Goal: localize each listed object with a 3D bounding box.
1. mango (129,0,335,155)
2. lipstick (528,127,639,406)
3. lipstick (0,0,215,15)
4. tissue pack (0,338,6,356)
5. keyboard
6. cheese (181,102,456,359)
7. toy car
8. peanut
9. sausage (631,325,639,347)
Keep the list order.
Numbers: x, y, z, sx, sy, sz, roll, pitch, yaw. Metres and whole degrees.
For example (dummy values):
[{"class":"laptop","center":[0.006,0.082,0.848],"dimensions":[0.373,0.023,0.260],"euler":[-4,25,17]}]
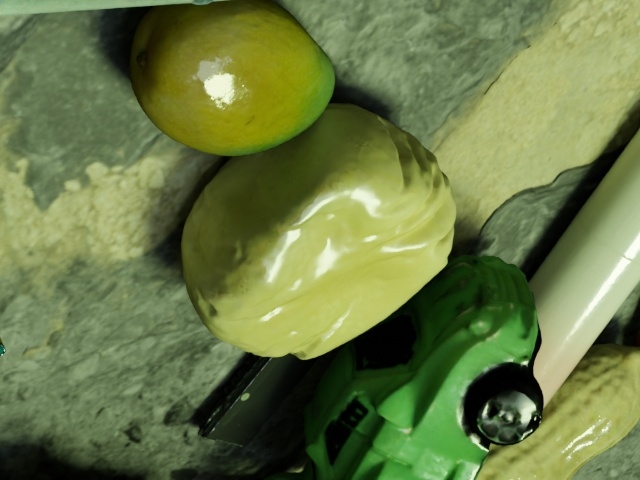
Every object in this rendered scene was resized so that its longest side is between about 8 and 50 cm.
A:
[{"class":"mango","center":[-0.061,-0.124,1.353],"dimensions":[0.195,0.092,0.130],"euler":[0,126,-50]},{"class":"lipstick","center":[0.263,0.029,1.761],"dimensions":[0.087,0.087,0.327],"euler":[12,120,-45]},{"class":"lipstick","center":[-0.110,-0.205,1.236],"dimensions":[0.290,0.077,0.076],"euler":[-8,133,-32]},{"class":"tissue pack","center":[-0.334,0.086,1.336],"dimensions":[0.169,0.082,0.120],"euler":[-40,143,0]},{"class":"keyboard","center":[-0.024,0.096,1.649],"dimensions":[0.231,0.023,0.072],"euler":[-51,145,13]},{"class":"cheese","center":[0.000,0.000,1.496],"dimensions":[0.226,0.117,0.214],"euler":[-46,140,13]},{"class":"toy car","center":[0.068,0.177,1.669],"dimensions":[0.176,0.213,0.358],"euler":[23,112,-11]},{"class":"peanut","center":[0.239,0.199,1.894],"dimensions":[0.257,0.123,0.123],"euler":[-36,142,-12]},{"class":"sausage","center":[0.408,0.044,1.902],"dimensions":[0.103,0.076,0.302],"euler":[6,123,-42]}]
